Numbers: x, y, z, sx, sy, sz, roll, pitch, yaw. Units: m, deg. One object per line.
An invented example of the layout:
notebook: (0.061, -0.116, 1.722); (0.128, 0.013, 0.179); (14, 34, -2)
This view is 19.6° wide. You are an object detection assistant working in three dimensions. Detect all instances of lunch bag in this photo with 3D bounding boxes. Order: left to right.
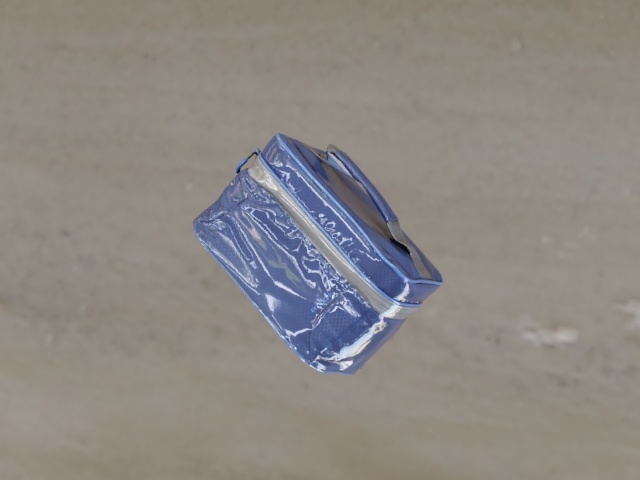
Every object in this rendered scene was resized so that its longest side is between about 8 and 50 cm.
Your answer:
lunch bag: (0.000, 0.000, 0.766); (0.098, 0.065, 0.067); (49, -169, 16)
